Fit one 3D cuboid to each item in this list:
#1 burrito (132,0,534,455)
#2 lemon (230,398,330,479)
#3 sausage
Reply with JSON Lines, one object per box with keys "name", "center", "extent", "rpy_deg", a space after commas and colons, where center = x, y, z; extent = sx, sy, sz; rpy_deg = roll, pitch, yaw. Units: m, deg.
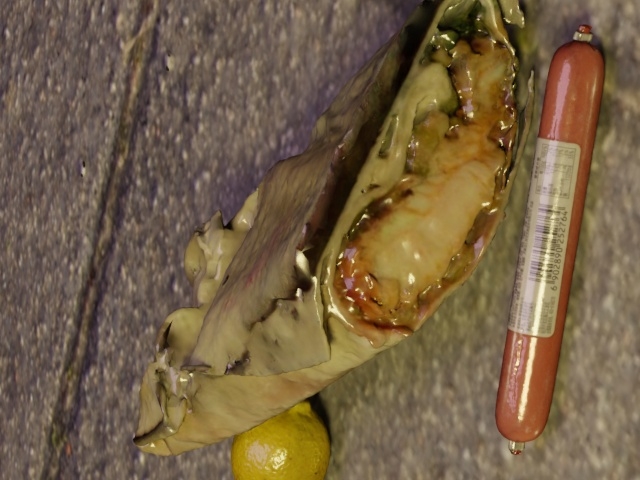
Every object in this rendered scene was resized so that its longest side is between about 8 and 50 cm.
{"name": "burrito", "center": [0.000, 0.010, 0.953], "extent": [0.347, 0.107, 0.175], "rpy_deg": [-41, 37, 46]}
{"name": "lemon", "center": [-0.024, 0.130, 1.038], "extent": [0.062, 0.062, 0.083], "rpy_deg": [44, 122, 51]}
{"name": "sausage", "center": [0.116, 0.002, 0.848], "extent": [0.029, 0.029, 0.223], "rpy_deg": [22, 107, 57]}
